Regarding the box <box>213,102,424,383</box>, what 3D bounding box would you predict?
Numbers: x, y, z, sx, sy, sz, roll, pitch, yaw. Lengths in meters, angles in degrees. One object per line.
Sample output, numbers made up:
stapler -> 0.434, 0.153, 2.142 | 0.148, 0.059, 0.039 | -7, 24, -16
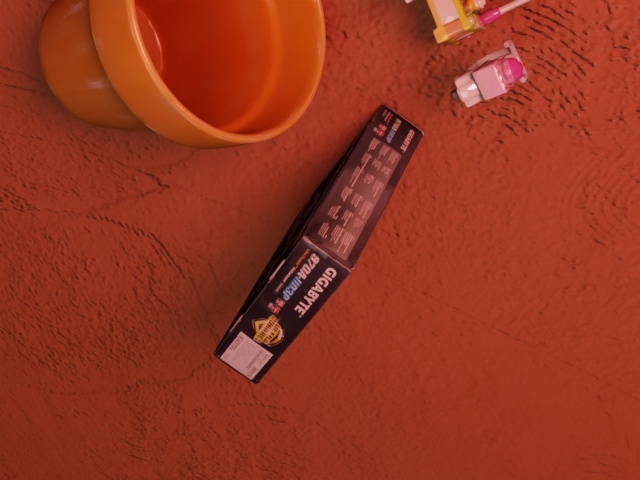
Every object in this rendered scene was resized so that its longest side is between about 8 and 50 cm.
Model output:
box -> 0.000, 0.000, 1.001 | 0.051, 0.220, 0.175 | 35, 131, -4

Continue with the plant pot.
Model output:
plant pot -> -0.132, -0.170, 0.946 | 0.188, 0.205, 0.205 | -7, 126, 44

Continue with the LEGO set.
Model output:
LEGO set -> 0.094, -0.249, 0.835 | 0.107, 0.132, 0.287 | -22, 110, 24
